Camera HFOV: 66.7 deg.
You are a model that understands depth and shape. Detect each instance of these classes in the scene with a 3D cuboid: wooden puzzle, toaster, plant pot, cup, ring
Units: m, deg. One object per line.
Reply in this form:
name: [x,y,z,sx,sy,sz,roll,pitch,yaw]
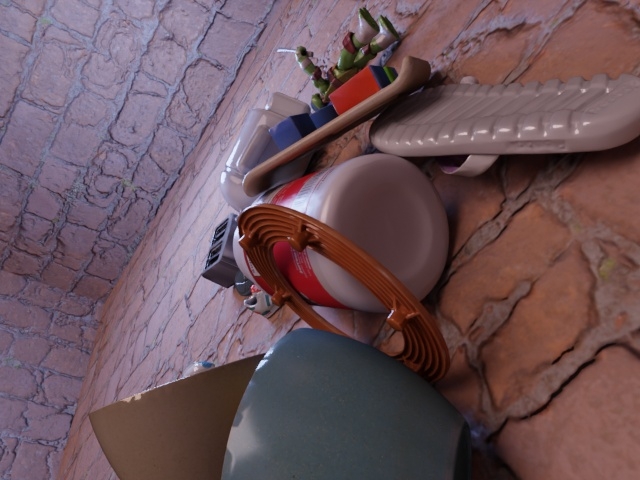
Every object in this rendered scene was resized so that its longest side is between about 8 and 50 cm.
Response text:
wooden puzzle: [0.032,-0.228,0.894,0.348,0.080,0.322,-32,6,25]
toaster: [-0.248,0.030,1.390,0.186,0.110,0.168,-30,44,48]
plant pot: [0.055,0.251,0.531,0.196,0.290,0.290,1,64,26]
cup: [-0.211,0.367,0.871,0.331,0.331,0.236,-34,71,45]
ring: [0.013,0.085,0.645,0.032,0.336,0.337,-48,20,-23]

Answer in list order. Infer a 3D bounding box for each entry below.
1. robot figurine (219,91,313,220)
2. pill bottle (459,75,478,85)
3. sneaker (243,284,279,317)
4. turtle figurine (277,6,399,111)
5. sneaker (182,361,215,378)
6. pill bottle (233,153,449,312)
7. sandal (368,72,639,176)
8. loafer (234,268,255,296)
robot figurine: [-0.139,-0.206,1.295,0.353,0.200,0.300,-65,-14,-1]
pill bottle: [0.241,-0.229,0.805,0.043,0.043,0.083,-18,52,55]
sneaker: [-0.116,0.116,1.118,0.161,0.075,0.057,-47,32,31]
turtle figurine: [0.040,-0.467,1.203,0.266,0.198,0.274,-36,42,38]
sneaker: [-0.331,0.405,1.264,0.228,0.088,0.092,-59,33,26]
pill bottle: [0.000,0.000,0.841,0.408,0.229,0.228,-7,62,60]
sandal: [0.224,-0.143,0.683,0.169,0.102,0.416,-41,31,-21]
loafer: [-0.103,0.038,1.158,0.267,0.084,0.096,-44,57,30]
